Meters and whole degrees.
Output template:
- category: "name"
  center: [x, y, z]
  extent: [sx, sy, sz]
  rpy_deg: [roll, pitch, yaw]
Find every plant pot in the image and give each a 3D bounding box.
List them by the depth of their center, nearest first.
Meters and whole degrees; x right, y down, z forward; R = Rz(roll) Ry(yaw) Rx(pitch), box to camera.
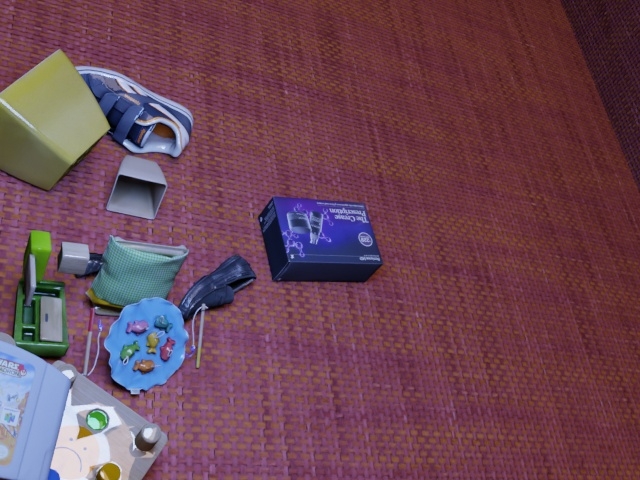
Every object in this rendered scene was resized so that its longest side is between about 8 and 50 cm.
- category: "plant pot"
  center: [-0.579, -0.236, 1.631]
  extent: [0.187, 0.212, 0.212]
  rpy_deg: [44, 46, -14]
- category: "plant pot"
  center: [-0.409, -0.128, 1.715]
  extent: [0.109, 0.109, 0.096]
  rpy_deg: [12, 41, -23]

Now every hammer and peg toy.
- category: "hammer and peg toy"
  center: [-0.478, 0.343, 1.320]
  extent: [0.361, 0.127, 0.266]
  rpy_deg: [35, 49, -3]

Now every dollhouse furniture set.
- category: "dollhouse furniture set"
  center: [-0.412, 0.109, 1.467]
  extent: [0.302, 0.197, 0.151]
  rpy_deg: [8, 45, -28]

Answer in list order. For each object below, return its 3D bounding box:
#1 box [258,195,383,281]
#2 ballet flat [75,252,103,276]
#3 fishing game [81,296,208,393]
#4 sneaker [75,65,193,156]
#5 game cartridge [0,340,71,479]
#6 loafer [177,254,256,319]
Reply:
- category: "box"
  center: [0.000, 0.000, 1.869]
  extent: [0.261, 0.103, 0.184]
  rpy_deg: [2, 60, -30]
- category: "ballet flat"
  center: [-0.431, 0.052, 1.618]
  extent: [0.173, 0.057, 0.049]
  rpy_deg: [2, 98, -29]
- category: "fishing game"
  center: [-0.332, 0.205, 1.495]
  extent: [0.264, 0.041, 0.189]
  rpy_deg: [7, 93, -44]
- category: "sneaker"
  center: [-0.451, -0.295, 1.790]
  extent: [0.321, 0.126, 0.127]
  rpy_deg: [18, 45, -21]
- category: "game cartridge"
  center: [-0.516, 0.244, 1.146]
  extent: [0.297, 0.062, 0.198]
  rpy_deg: [31, 61, -44]
- category: "loafer"
  center: [-0.222, 0.108, 1.672]
  extent: [0.078, 0.076, 0.223]
  rpy_deg: [40, 43, 10]
